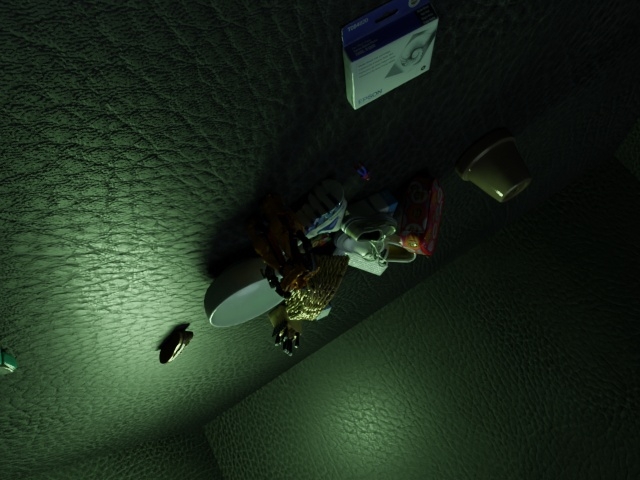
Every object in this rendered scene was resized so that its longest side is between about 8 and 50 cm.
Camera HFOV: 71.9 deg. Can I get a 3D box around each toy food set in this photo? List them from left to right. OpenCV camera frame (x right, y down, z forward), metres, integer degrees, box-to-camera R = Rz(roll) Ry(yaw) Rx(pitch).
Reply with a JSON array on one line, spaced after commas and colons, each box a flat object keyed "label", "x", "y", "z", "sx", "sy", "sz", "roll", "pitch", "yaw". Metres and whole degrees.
[{"label": "toy food set", "x": 0.000, "y": 0.000, "z": 1.730, "sx": 0.083, "sy": 0.020, "sz": 0.083, "roll": -41, "pitch": 156, "yaw": 22}]

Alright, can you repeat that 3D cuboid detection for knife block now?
[{"label": "knife block", "x": -0.144, "y": 0.445, "z": 2.196, "sx": 0.088, "sy": 0.242, "sz": 0.276, "roll": -39, "pitch": 158, "yaw": 19}]

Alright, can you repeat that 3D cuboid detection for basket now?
[{"label": "basket", "x": -0.002, "y": 0.211, "z": 1.851, "sx": 0.223, "sy": 0.213, "sz": 0.299, "roll": 4, "pitch": 143, "yaw": -24}]

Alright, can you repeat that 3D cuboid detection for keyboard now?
[{"label": "keyboard", "x": 0.172, "y": 0.094, "z": 1.968, "sx": 0.256, "sy": 0.014, "sz": 0.072, "roll": 20, "pitch": 137, "yaw": -16}]

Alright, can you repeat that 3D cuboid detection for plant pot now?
[{"label": "plant pot", "x": 0.724, "y": -0.285, "z": 1.801, "sx": 0.263, "sy": 0.229, "sz": 0.263, "roll": -28, "pitch": 159, "yaw": -12}]

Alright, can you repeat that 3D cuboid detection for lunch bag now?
[{"label": "lunch bag", "x": 0.411, "y": -0.088, "z": 1.761, "sx": 0.120, "sy": 0.292, "sz": 0.258, "roll": 8, "pitch": 172, "yaw": 27}]

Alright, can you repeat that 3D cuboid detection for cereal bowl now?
[{"label": "cereal bowl", "x": -0.262, "y": 0.162, "z": 1.570, "sx": 0.339, "sy": 0.141, "sz": 0.339, "roll": -27, "pitch": 157, "yaw": -12}]

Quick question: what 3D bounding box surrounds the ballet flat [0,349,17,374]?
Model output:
[{"label": "ballet flat", "x": -0.880, "y": 0.317, "z": 1.179, "sx": 0.068, "sy": 0.072, "sz": 0.213, "roll": -16, "pitch": 154, "yaw": -25}]

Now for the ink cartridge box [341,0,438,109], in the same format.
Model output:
[{"label": "ink cartridge box", "x": 0.156, "y": -0.425, "z": 0.991, "sx": 0.224, "sy": 0.045, "sz": 0.224, "roll": -30, "pitch": 158, "yaw": -4}]

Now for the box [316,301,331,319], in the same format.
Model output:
[{"label": "box", "x": -0.010, "y": 0.322, "z": 2.267, "sx": 0.072, "sy": 0.126, "sz": 0.137, "roll": -21, "pitch": 156, "yaw": -21}]

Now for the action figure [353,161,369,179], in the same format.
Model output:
[{"label": "action figure", "x": 0.141, "y": -0.220, "z": 1.438, "sx": 0.038, "sy": 0.030, "sz": 0.115, "roll": -41, "pitch": 159, "yaw": 9}]

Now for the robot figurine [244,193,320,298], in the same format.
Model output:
[{"label": "robot figurine", "x": -0.105, "y": 0.018, "z": 1.265, "sx": 0.085, "sy": 0.290, "sz": 0.211, "roll": -6, "pitch": 147, "yaw": -48}]

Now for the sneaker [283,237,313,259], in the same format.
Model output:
[{"label": "sneaker", "x": -0.099, "y": 0.020, "z": 1.609, "sx": 0.188, "sy": 0.066, "sz": 0.071, "roll": -8, "pitch": 132, "yaw": -56}]

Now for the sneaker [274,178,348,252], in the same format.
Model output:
[{"label": "sneaker", "x": -0.025, "y": -0.051, "z": 1.444, "sx": 0.316, "sy": 0.127, "sz": 0.182, "roll": -38, "pitch": 156, "yaw": 10}]

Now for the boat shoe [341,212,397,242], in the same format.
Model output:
[{"label": "boat shoe", "x": 0.187, "y": -0.033, "z": 1.588, "sx": 0.303, "sy": 0.094, "sz": 0.109, "roll": -2, "pitch": 140, "yaw": -47}]

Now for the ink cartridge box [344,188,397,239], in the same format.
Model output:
[{"label": "ink cartridge box", "x": 0.183, "y": -0.099, "z": 1.678, "sx": 0.191, "sy": 0.082, "sz": 0.139, "roll": -23, "pitch": 156, "yaw": -17}]

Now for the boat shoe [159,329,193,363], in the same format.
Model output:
[{"label": "boat shoe", "x": -0.593, "y": 0.441, "z": 1.821, "sx": 0.073, "sy": 0.073, "sz": 0.207, "roll": 1, "pitch": 141, "yaw": -51}]

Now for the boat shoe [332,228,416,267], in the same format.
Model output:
[{"label": "boat shoe", "x": 0.234, "y": 0.038, "z": 1.795, "sx": 0.368, "sy": 0.156, "sz": 0.135, "roll": 11, "pitch": 119, "yaw": -26}]
